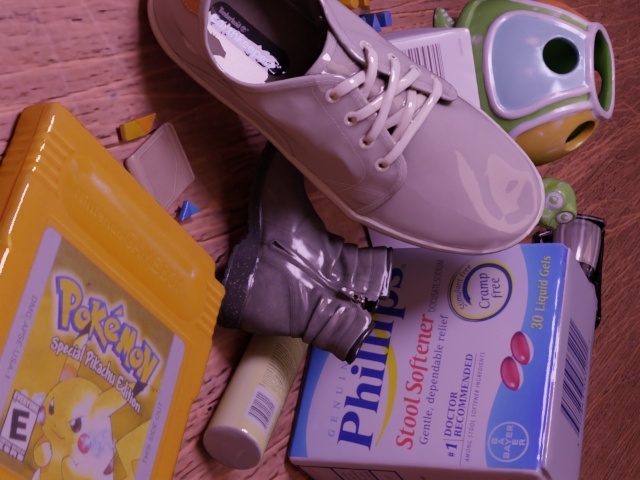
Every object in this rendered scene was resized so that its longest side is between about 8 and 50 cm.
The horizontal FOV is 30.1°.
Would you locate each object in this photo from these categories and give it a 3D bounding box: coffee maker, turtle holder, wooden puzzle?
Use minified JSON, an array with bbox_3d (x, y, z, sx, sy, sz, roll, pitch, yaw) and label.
[{"bbox_3d":[0.439,0.066,2.051,0.171,0.120,0.178,43,52,-52],"label":"coffee maker"},{"bbox_3d":[0.292,-0.202,1.702,0.243,0.227,0.320,53,43,-46],"label":"turtle holder"},{"bbox_3d":[-0.151,-0.066,1.108,0.078,0.014,0.116,-44,124,-49],"label":"wooden puzzle"}]

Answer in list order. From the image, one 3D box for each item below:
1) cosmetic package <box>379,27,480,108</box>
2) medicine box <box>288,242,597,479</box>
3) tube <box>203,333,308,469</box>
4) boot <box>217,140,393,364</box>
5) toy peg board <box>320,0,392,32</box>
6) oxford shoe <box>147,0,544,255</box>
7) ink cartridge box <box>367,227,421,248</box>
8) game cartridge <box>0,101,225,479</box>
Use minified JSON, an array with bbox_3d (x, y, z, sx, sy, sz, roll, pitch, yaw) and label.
[{"bbox_3d":[0.076,-0.147,1.304,0.183,0.151,0.151,-138,-143,-75],"label":"cosmetic package"},{"bbox_3d":[0.142,0.153,1.325,0.149,0.289,0.263,49,45,-51],"label":"medicine box"},{"bbox_3d":[-0.052,0.130,1.226,0.070,0.062,0.240,-59,-176,41],"label":"tube"},{"bbox_3d":[0.000,0.000,1.206,0.083,0.161,0.246,95,8,-67],"label":"boot"},{"bbox_3d":[0.041,-0.306,1.413,0.161,0.079,0.161,-32,114,-57],"label":"toy peg board"},{"bbox_3d":[0.039,-0.126,1.127,0.449,0.130,0.169,34,74,-17],"label":"oxford shoe"},{"bbox_3d":[0.165,0.005,1.561,0.207,0.117,0.283,-48,128,-52],"label":"ink cartridge box"},{"bbox_3d":[-0.194,0.098,0.972,0.285,0.052,0.324,50,47,-48],"label":"game cartridge"}]
